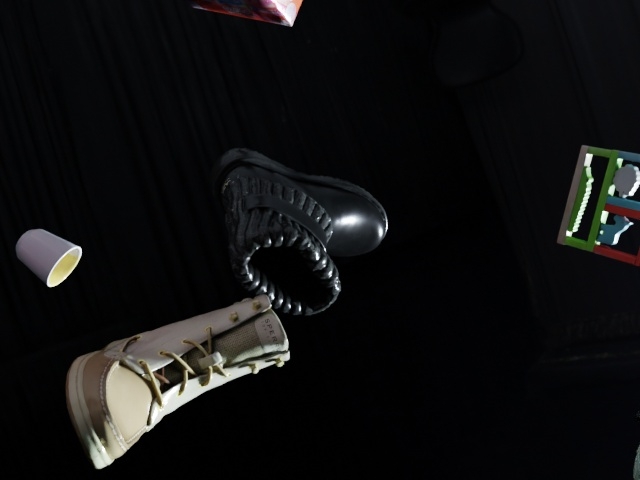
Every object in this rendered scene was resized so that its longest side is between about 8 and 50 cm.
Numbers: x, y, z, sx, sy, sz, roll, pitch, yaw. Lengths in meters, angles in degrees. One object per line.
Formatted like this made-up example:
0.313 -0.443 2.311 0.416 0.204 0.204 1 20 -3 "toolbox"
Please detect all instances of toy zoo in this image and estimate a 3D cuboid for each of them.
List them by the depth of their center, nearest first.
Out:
0.578 -0.048 1.034 0.030 0.192 0.293 -4 -160 -45 "toy zoo"

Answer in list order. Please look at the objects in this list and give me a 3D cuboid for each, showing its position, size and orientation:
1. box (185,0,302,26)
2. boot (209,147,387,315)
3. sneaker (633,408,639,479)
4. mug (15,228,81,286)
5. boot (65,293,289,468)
-0.158 -0.492 1.080 0.256 0.123 0.128 21 178 26 "box"
-0.003 0.003 0.909 0.348 0.131 0.260 15 -154 -31 "boot"
0.330 0.100 0.426 0.256 0.094 0.151 -42 -147 -21 "sneaker"
-0.361 0.023 0.777 0.078 0.064 0.062 -57 179 26 "mug"
-0.108 0.105 0.503 0.165 0.077 0.213 -17 -175 -5 "boot"
